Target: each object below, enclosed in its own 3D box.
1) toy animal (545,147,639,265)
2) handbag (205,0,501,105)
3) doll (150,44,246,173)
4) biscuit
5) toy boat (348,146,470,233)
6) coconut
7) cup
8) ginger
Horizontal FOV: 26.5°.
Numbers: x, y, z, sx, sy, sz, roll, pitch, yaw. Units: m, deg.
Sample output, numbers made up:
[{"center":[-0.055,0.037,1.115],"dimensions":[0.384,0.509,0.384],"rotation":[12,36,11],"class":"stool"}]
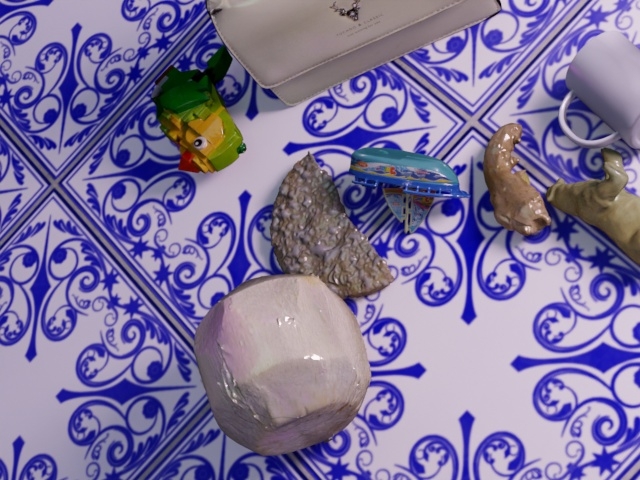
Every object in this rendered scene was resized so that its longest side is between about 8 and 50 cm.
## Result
[{"center":[0.374,-0.039,1.706],"dimensions":[0.218,0.103,0.101],"rotation":[41,115,29],"class":"toy animal"},{"center":[0.046,-0.350,1.908],"dimensions":[0.358,0.237,0.160],"rotation":[-22,59,18],"class":"handbag"},{"center":[-0.175,-0.186,2.031],"dimensions":[0.134,0.106,0.186],"rotation":[-21,61,5],"class":"doll"},{"center":[-0.004,-0.001,1.909],"dimensions":[0.133,0.032,0.250],"rotation":[-38,58,10],"class":"biscuit"},{"center":[0.123,-0.063,1.853],"dimensions":[0.175,0.091,0.110],"rotation":[11,109,27],"class":"toy boat"},{"center":[-0.054,0.145,1.761],"dimensions":[0.227,0.227,0.230],"rotation":[-28,65,14],"class":"coconut"},{"center":[0.382,-0.179,1.753],"dimensions":[0.133,0.099,0.136],"rotation":[50,120,32],"class":"cup"},{"center":[0.252,-0.079,1.799],"dimensions":[0.069,0.051,0.173],"rotation":[-21,63,15],"class":"ginger"}]
